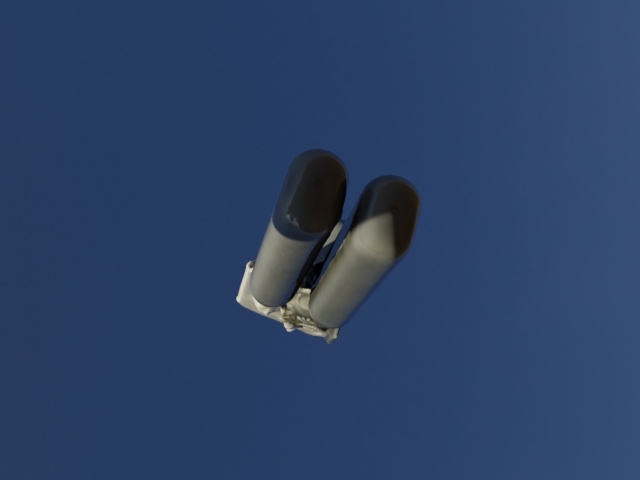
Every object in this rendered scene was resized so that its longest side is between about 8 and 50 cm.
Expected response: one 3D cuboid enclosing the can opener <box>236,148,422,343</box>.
[{"bbox_3d":[0.000,0.000,0.555,0.076,0.283,0.095,19,-110,-3],"label":"can opener"}]
